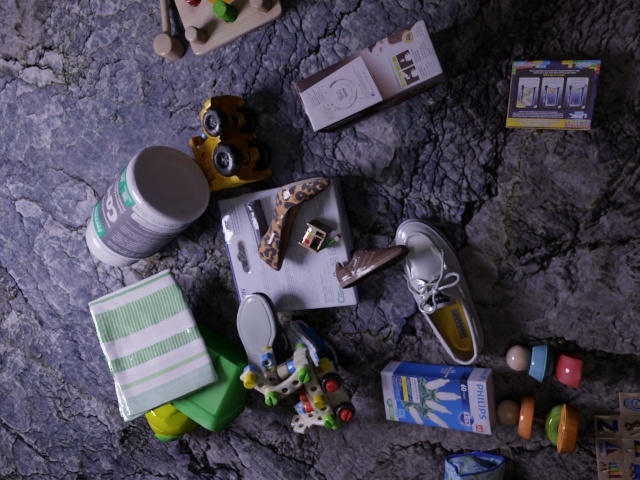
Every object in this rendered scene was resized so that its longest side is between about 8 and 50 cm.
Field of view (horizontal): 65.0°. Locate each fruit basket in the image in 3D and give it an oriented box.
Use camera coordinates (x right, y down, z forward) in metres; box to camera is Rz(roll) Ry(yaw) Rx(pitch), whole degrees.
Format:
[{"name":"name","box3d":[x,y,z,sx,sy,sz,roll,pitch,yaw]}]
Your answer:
[{"name":"fruit basket","box3d":[-0.400,0.418,1.400,0.392,0.283,0.391,-1,85,9]}]

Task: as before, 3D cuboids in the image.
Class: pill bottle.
[{"name":"pill bottle","box3d":[-0.456,-0.070,1.286,0.361,0.204,0.204,-31,91,42]}]

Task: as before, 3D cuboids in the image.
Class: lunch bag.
[{"name":"lunch bag","box3d":[0.392,0.610,1.263,0.151,0.096,0.128,-2,102,-12]}]

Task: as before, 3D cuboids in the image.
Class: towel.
[{"name":"towel","box3d":[-0.434,0.258,1.281,0.248,0.038,0.324,-24,73,-7]}]

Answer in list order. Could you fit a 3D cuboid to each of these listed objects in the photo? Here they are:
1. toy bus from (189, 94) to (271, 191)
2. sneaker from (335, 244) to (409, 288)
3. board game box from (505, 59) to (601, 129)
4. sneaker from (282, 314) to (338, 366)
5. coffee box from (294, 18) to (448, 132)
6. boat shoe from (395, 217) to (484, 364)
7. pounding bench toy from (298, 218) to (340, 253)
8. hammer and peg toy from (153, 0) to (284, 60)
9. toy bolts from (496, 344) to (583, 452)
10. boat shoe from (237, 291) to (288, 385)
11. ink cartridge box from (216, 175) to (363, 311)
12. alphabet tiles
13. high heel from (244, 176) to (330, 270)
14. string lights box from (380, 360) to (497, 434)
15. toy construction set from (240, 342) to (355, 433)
[{"name":"toy bus","box3d":[-0.258,-0.232,1.284,0.212,0.149,0.220,-17,94,36]},{"name":"sneaker","box3d":[0.113,0.044,1.178,0.188,0.066,0.071,-31,70,20]},{"name":"board game box","box3d":[0.490,-0.309,1.068,0.170,0.048,0.141,6,105,16]},{"name":"sneaker","box3d":[-0.031,0.292,1.353,0.190,0.071,0.083,50,124,6]},{"name":"coffee box","box3d":[0.117,-0.351,1.114,0.297,0.168,0.118,-21,94,20]},{"name":"boat shoe","box3d":[0.272,0.125,1.166,0.136,0.156,0.367,-21,94,20]},{"name":"pounding bench toy","box3d":[0.000,0.000,1.210,0.083,0.052,0.065,29,109,10]},{"name":"hammer and peg toy","box3d":[-0.287,-0.599,1.212,0.362,0.127,0.265,-17,96,20]},{"name":"toy bolts","box3d":[0.489,0.348,1.134,0.159,0.218,0.228,9,85,22]},{"name":"boat shoe","box3d":[-0.146,0.256,1.329,0.114,0.091,0.302,12,119,21]},{"name":"ink cartridge box","box3d":[-0.080,0.020,1.305,0.330,0.071,0.324,-8,100,21]},{"name":"alphabet tiles","box3d":[0.818,0.476,1.144,0.343,0.011,0.285,-7,98,19]},{"name":"high heel","box3d":[-0.057,-0.038,1.194,0.261,0.093,0.186,-19,91,35]},{"name":"string lights box","box3d":[0.287,0.379,1.230,0.260,0.077,0.133,-3,100,31]},{"name":"toy construction set","box3d":[-0.040,0.391,1.265,0.215,0.151,0.327,-22,129,4]}]
